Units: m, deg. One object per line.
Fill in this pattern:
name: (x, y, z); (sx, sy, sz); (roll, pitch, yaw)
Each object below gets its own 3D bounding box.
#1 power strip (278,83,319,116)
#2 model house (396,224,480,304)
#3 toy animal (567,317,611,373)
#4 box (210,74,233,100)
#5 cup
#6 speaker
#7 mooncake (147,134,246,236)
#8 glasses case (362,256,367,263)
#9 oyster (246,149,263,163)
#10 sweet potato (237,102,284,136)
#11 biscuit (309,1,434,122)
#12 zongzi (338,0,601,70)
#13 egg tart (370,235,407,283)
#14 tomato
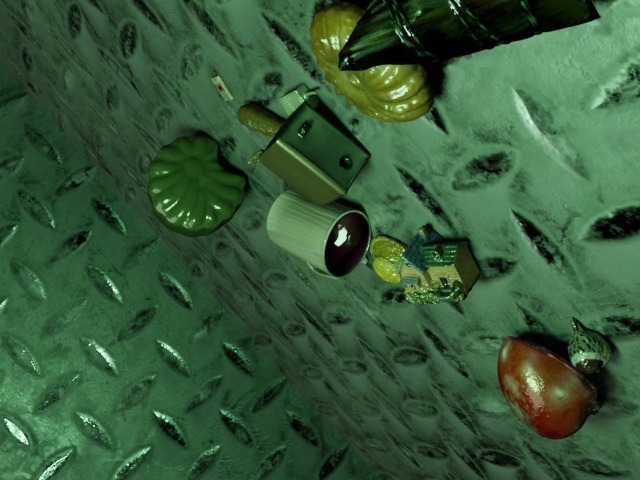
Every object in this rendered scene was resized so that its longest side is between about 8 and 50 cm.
power strip: (-0.050, -0.377, 1.931); (0.075, 0.042, 0.175); (54, 154, -14)
model house: (0.303, 0.057, 1.904); (0.183, 0.166, 0.172); (0, 126, 43)
toy animal: (0.642, 0.261, 1.748); (0.137, 0.098, 0.098); (51, 156, 6)
box: (-0.305, -0.472, 2.221); (0.046, 0.012, 0.083); (7, 136, 55)
cup: (0.009, -0.016, 2.215); (0.273, 0.208, 0.288); (26, 172, 37)
speaker: (-0.018, -0.226, 1.928); (0.231, 0.153, 0.192); (38, 156, -13)
mooncake: (-0.445, -0.189, 2.513); (0.351, 0.351, 0.187); (47, 167, -1)
glasses case: (0.121, 0.056, 2.337); (0.083, 0.021, 0.032); (17, 140, 47)
oyster: (-0.212, -0.269, 2.321); (0.083, 0.081, 0.038); (-6, 105, 20)
sweet potato: (-0.140, -0.336, 2.110); (0.273, 0.075, 0.075); (28, 150, 25)
biscuit: (0.100, -0.372, 1.564); (0.326, 0.107, 0.325); (38, 170, 8)
zongzi: (0.231, -0.436, 1.276); (0.384, 0.362, 0.319); (-30, 103, 25)
egg tart: (0.217, 0.069, 2.152); (0.191, 0.074, 0.191); (34, 150, 22)
tomato: (0.578, 0.409, 1.910); (0.290, 0.176, 0.335); (34, 170, 32)
